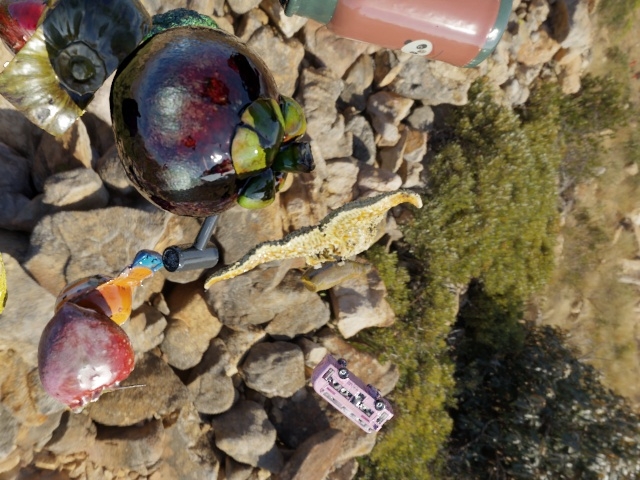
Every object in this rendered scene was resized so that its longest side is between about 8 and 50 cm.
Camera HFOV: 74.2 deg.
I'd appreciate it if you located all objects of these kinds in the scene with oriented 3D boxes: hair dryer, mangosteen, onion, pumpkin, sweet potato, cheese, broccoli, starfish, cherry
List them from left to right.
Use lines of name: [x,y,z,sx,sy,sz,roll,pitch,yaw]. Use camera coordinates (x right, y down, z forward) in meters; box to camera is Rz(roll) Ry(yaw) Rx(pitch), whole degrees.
onion: [-0.702,-0.546,1.127,0.271,0.272,0.195,22,69,-21]
pumpkin: [-0.437,-0.344,0.749,0.281,0.190,0.139,-50,134,-3]
cherry: [-0.538,0.252,0.966,0.191,0.175,0.250,-19,109,-18]
cheese: [-0.549,0.141,1.102,0.329,0.217,0.129,-39,76,3]
broccoli: [-0.381,-0.538,1.249,0.268,0.254,0.270,-2,103,-8]
hair dryer: [-0.277,-0.036,0.997,0.128,0.070,0.256,-11,134,-59]
mangosteen: [-0.171,-0.185,0.677,0.299,0.300,0.301,2,85,-24]
starfish: [0.014,-0.001,0.657,0.301,0.293,0.084,-30,89,14]
sweet potato: [0.038,0.077,1.064,0.243,0.077,0.077,-13,91,-48]

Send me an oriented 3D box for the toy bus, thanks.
toy bus: [0.070,0.348,0.965,0.203,0.063,0.090,40,96,-7]

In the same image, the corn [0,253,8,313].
corn: [-0.727,0.094,0.906,0.106,0.293,0.107,15,53,-20]

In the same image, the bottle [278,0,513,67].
bottle: [0.103,-0.358,0.623,0.335,0.144,0.144,4,84,-17]
